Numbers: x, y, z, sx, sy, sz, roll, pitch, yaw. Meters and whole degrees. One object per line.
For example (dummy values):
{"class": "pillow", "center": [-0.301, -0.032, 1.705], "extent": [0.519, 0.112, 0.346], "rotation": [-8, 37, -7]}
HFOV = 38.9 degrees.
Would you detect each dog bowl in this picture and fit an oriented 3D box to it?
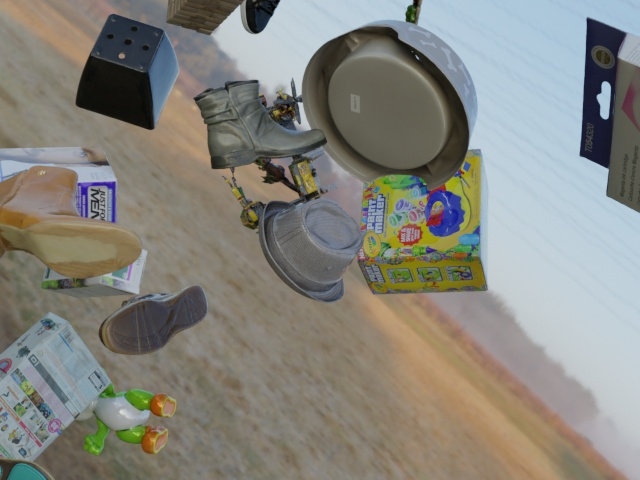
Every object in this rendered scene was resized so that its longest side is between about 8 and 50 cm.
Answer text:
{"class": "dog bowl", "center": [0.138, -0.258, 1.720], "extent": [0.349, 0.102, 0.348], "rotation": [21, -44, 22]}

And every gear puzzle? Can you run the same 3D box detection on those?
{"class": "gear puzzle", "center": [0.246, -0.644, 2.389], "extent": [0.044, 0.339, 0.175], "rotation": [9, 39, 1]}

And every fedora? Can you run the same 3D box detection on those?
{"class": "fedora", "center": [0.000, 0.000, 1.871], "extent": [0.275, 0.124, 0.243], "rotation": [16, 48, -50]}

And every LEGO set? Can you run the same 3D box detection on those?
{"class": "LEGO set", "center": [-0.106, -0.189, 2.059], "extent": [0.192, 0.255, 0.331], "rotation": [165, -87, -74]}

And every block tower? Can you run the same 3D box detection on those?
{"class": "block tower", "center": [-0.169, -0.459, 1.552], "extent": [0.091, 0.097, 0.335], "rotation": [9, -13, -27]}

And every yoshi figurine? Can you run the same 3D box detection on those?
{"class": "yoshi figurine", "center": [-0.578, 0.434, 2.371], "extent": [0.362, 0.203, 0.203], "rotation": [14, -47, 14]}

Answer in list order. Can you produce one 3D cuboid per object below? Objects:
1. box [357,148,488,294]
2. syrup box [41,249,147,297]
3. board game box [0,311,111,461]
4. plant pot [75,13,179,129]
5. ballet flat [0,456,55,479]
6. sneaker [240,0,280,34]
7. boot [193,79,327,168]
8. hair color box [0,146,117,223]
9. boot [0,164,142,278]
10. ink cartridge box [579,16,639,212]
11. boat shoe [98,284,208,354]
{"class": "box", "center": [0.248, -0.041, 2.138], "extent": [0.177, 0.279, 0.290], "rotation": [62, 29, -56]}
{"class": "syrup box", "center": [-0.465, 0.060, 1.860], "extent": [0.237, 0.093, 0.096], "rotation": [-7, -21, 45]}
{"class": "board game box", "center": [-0.651, 0.346, 2.044], "extent": [0.097, 0.303, 0.224], "rotation": [16, -38, 41]}
{"class": "plant pot", "center": [-0.428, -0.387, 2.012], "extent": [0.187, 0.188, 0.167], "rotation": [18, -28, -2]}
{"class": "ballet flat", "center": [-0.477, 0.377, 1.418], "extent": [0.232, 0.080, 0.073], "rotation": [14, -16, 27]}
{"class": "sneaker", "center": [-0.092, -0.541, 1.919], "extent": [0.121, 0.217, 0.079], "rotation": [18, 3, 41]}
{"class": "boot", "center": [-0.109, -0.232, 1.723], "extent": [0.083, 0.246, 0.161], "rotation": [-170, -111, -67]}
{"class": "hair color box", "center": [-0.556, -0.094, 1.660], "extent": [0.339, 0.110, 0.185], "rotation": [-2, 26, -22]}
{"class": "boot", "center": [-0.387, -0.043, 1.352], "extent": [0.211, 0.295, 0.104], "rotation": [-81, 164, -52]}
{"class": "ink cartridge box", "center": [0.535, -0.155, 1.419], "extent": [0.330, 0.071, 0.324], "rotation": [32, -25, 32]}
{"class": "boat shoe", "center": [-0.407, 0.183, 2.115], "extent": [0.342, 0.123, 0.123], "rotation": [-27, 109, -57]}
